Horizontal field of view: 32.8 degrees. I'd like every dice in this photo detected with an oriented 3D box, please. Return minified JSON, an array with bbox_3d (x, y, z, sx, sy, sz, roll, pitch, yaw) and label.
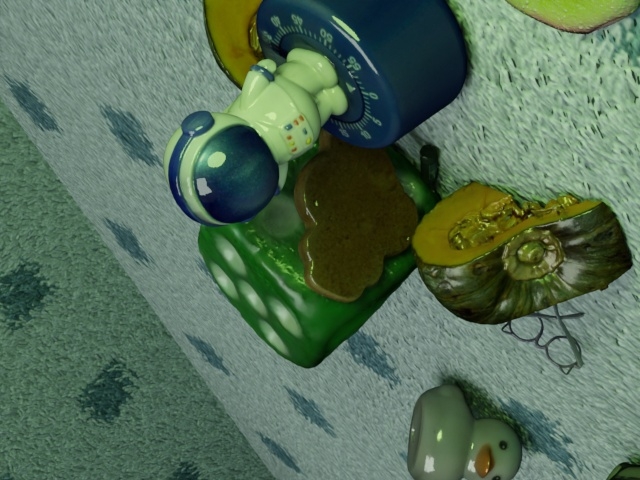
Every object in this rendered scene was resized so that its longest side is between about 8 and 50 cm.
[{"bbox_3d":[0.000,0.000,1.701,0.287,0.297,0.300,47,160,6],"label":"dice"}]

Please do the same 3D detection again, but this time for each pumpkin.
[{"bbox_3d":[0.271,0.000,1.494,0.281,0.190,0.139,-22,119,20],"label":"pumpkin"},{"bbox_3d":[-0.089,-0.259,1.555,0.312,0.169,0.148,51,156,-15],"label":"pumpkin"}]

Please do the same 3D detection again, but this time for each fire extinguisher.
[{"bbox_3d":[0.157,-0.107,1.586,0.083,0.025,0.038,79,165,-56],"label":"fire extinguisher"}]

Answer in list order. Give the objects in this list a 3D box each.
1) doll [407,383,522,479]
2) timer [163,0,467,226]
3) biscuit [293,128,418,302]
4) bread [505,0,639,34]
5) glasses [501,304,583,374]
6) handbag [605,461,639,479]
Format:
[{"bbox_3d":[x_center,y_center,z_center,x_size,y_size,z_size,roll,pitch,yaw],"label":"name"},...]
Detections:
[{"bbox_3d":[0.279,0.390,2.101,0.221,0.221,0.251,48,-179,-8],"label":"doll"},{"bbox_3d":[-0.033,-0.164,1.334,0.270,0.383,0.270,37,158,18],"label":"timer"},{"bbox_3d":[0.049,-0.074,1.523,0.047,0.183,0.319,-8,85,62],"label":"biscuit"},{"bbox_3d":[0.226,-0.299,1.092,0.228,0.033,0.228,37,158,18],"label":"bread"},{"bbox_3d":[0.342,0.128,1.625,0.140,0.062,0.103,37,156,18],"label":"glasses"},{"bbox_3d":[0.497,0.488,1.638,0.162,0.327,0.325,54,156,-11],"label":"handbag"}]
